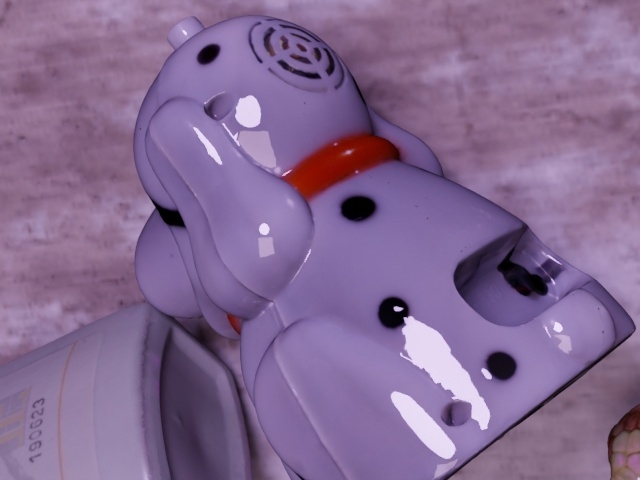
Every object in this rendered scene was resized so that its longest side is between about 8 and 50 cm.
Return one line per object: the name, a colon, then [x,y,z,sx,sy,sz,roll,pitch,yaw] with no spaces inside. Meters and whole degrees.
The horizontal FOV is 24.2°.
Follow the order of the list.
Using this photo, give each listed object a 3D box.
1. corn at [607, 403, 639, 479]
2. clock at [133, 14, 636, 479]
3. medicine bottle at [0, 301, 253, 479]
corn: [0.254,0.074,0.690,0.253,0.086,0.086,-26,97,18]
clock: [0.000,0.004,0.706,0.254,0.189,0.189,48,111,12]
medicine bottle: [-0.183,0.155,0.789,0.296,0.161,0.111,-25,135,17]
